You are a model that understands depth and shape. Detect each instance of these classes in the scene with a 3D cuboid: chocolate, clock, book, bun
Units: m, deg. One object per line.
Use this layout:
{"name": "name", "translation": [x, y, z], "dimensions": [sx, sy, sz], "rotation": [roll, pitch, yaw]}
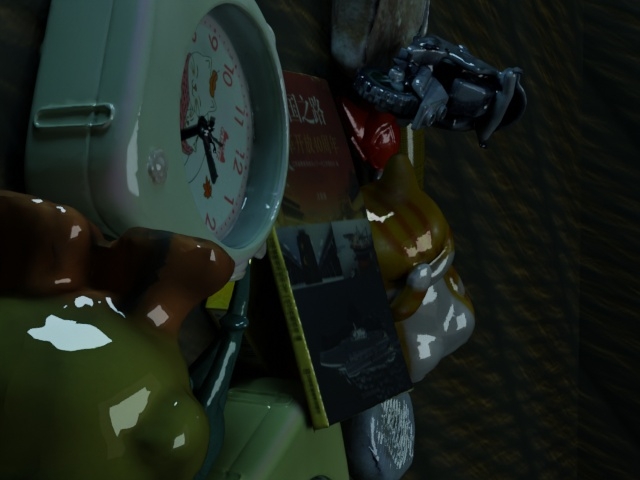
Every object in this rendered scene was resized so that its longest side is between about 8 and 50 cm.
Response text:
{"name": "chocolate", "translation": [0.072, -0.340, 1.664], "dimensions": [0.185, 0.100, 0.303], "rotation": [-32, 131, -64]}
{"name": "clock", "translation": [-0.119, -0.095, 1.202], "dimensions": [0.324, 0.108, 0.265], "rotation": [44, 48, -61]}
{"name": "book", "translation": [0.000, 0.000, 1.491], "dimensions": [0.262, 0.028, 0.374], "rotation": [-7, 81, -67]}
{"name": "clock", "translation": [-0.063, 0.337, 1.418], "dimensions": [0.286, 0.117, 0.348], "rotation": [-53, 142, -56]}
{"name": "bun", "translation": [0.060, 0.238, 1.765], "dimensions": [0.141, 0.083, 0.141], "rotation": [11, 78, -60]}

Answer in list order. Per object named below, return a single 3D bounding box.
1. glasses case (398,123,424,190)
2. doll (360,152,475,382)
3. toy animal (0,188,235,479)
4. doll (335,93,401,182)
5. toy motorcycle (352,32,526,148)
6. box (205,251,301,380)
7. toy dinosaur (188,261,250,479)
{"name": "glasses case", "translation": [0.102, -0.135, 1.832], "dimensions": [0.079, 0.064, 0.234], "rotation": [-45, 135, -67]}
{"name": "doll", "translation": [0.095, 0.047, 1.717], "dimensions": [0.166, 0.162, 0.270], "rotation": [-39, 140, -29]}
{"name": "toy animal", "translation": [-0.189, 0.149, 0.963], "dimensions": [0.191, 0.216, 0.338], "rotation": [105, 0, -73]}
{"name": "doll", "translation": [0.073, -0.119, 1.754], "dimensions": [0.109, 0.057, 0.169], "rotation": [-35, 115, -41]}
{"name": "toy motorcycle", "translation": [0.148, -0.173, 1.647], "dimensions": [0.270, 0.159, 0.106], "rotation": [-31, 147, -60]}
{"name": "box", "translation": [-0.044, 0.086, 1.520], "dimensions": [0.269, 0.043, 0.152], "rotation": [67, 34, -49]}
{"name": "toy dinosaur", "translation": [-0.149, 0.230, 1.234], "dimensions": [0.383, 0.129, 0.331], "rotation": [-44, 143, -57]}
